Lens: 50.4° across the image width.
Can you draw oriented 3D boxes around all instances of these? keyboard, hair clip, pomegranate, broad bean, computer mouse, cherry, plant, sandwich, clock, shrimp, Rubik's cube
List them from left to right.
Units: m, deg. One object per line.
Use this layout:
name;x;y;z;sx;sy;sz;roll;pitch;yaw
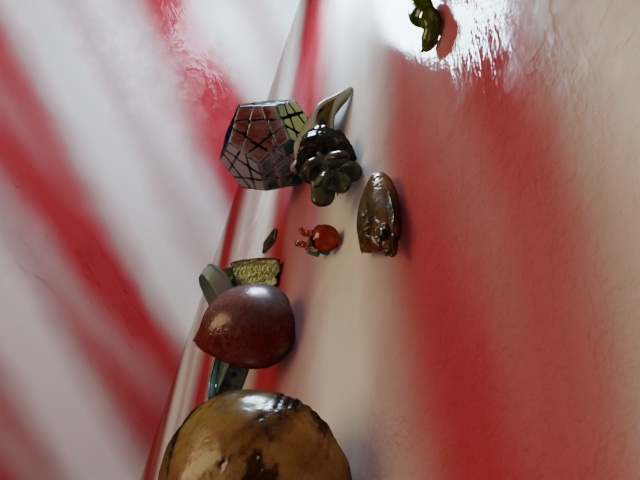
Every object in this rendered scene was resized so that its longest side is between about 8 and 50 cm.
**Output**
computer mouse;-0.295;0.178;2.062;0.128;0.079;0.231;-22;90;64
clock;-0.284;0.372;2.175;0.319;0.066;0.319;-161;90;-75
cherry;-0.182;0.205;1.685;0.239;0.239;0.206;-100;29;-60
sandwich;-0.212;0.119;2.096;0.235;0.128;0.122;142;123;-60
pomegranate;-0.101;0.380;1.065;0.322;0.322;0.322;-162;90;-75
Rubik's cube;-0.165;-0.305;2.159;0.319;0.264;0.319;-162;90;-75
keyboard;-0.174;0.002;2.311;0.129;0.015;0.049;135;150;-59
hair clip;-0.008;-0.292;1.879;0.172;0.113;0.282;131;154;-55
plant;0.017;-0.170;1.597;0.274;0.149;0.146;-101;17;-66
shrimp;0.102;-0.025;1.270;0.287;0.063;0.152;-91;22;-59
broad bean;0.215;-0.467;1.413;0.214;0.048;0.070;-91;25;-43

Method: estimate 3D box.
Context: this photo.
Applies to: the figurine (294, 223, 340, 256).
figurine;0.000;0.000;1.590;0.140;0.075;0.068;-2;69;63
